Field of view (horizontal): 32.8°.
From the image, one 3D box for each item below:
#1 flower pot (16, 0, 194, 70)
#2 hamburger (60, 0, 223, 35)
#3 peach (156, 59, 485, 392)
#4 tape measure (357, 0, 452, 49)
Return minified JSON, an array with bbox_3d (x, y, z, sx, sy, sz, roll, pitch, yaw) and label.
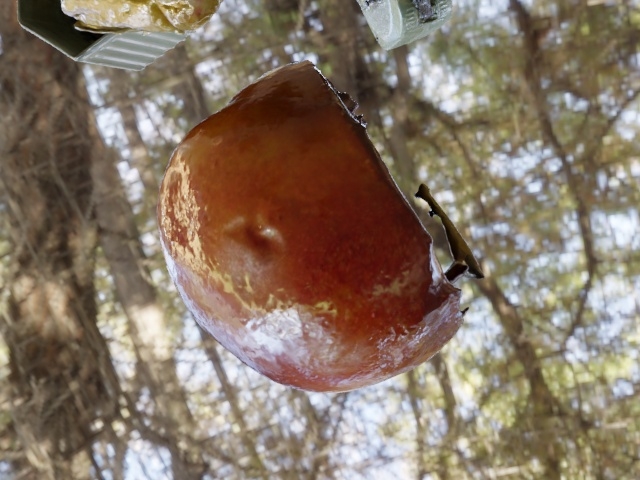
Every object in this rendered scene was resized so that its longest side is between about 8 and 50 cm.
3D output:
[{"bbox_3d":[-0.317,-0.379,1.630,0.209,0.239,0.189,0,-178,20],"label":"flower pot"},{"bbox_3d":[-0.174,-0.357,1.268,0.209,0.330,0.162,30,-141,10],"label":"hamburger"},{"bbox_3d":[-0.021,-0.001,1.293,0.310,0.335,0.406,-35,-110,7],"label":"peach"},{"bbox_3d":[0.093,-0.402,1.567,0.115,0.235,0.207,-23,-176,-7],"label":"tape measure"}]
